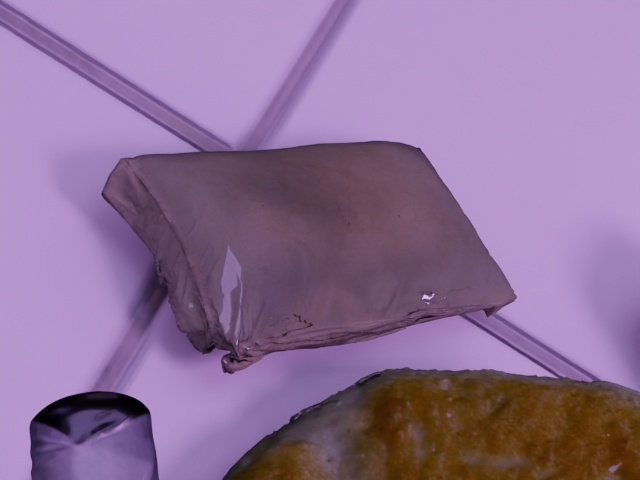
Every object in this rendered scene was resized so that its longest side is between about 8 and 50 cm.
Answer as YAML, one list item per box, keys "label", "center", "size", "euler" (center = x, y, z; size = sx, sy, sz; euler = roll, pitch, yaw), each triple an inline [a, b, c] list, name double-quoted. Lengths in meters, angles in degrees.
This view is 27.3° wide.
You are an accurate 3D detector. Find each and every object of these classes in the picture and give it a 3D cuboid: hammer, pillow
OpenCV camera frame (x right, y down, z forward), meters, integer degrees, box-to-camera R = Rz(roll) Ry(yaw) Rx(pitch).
- label: "hammer"
  center: [-0.040, 0.254, 0.392]
  size: [0.152, 0.044, 0.426]
  euler: [2, 68, -26]
- label: "pillow"
  center: [0.000, 0.000, 0.669]
  size: [0.208, 0.053, 0.119]
  euler: [-8, 62, -39]

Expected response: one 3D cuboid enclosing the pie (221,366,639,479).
- label: "pie"
  center: [0.083, 0.163, 0.526]
  size: [0.323, 0.070, 0.323]
  euler: [3, 35, -2]
